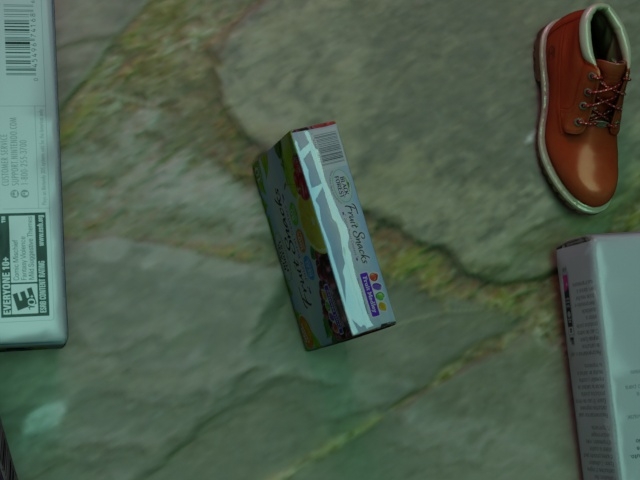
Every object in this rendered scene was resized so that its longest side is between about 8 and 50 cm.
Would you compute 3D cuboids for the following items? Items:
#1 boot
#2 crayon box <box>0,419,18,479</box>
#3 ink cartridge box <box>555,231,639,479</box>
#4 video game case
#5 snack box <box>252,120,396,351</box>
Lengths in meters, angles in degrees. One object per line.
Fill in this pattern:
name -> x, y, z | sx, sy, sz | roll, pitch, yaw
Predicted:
boot -> 0.204, -0.100, 0.937 | 0.059, 0.084, 0.158 | -5, 83, -19
crayon box -> -0.351, 0.076, 0.671 | 0.313, 0.106, 0.363 | -15, 100, -11
ink cartridge box -> 0.352, 0.151, 0.945 | 0.324, 0.071, 0.330 | -3, 84, -17
video game case -> -0.292, -0.058, 0.793 | 0.244, 0.061, 0.270 | -1, 81, -16
snack box -> 0.000, 0.000, 0.849 | 0.037, 0.100, 0.141 | -14, 84, -19
